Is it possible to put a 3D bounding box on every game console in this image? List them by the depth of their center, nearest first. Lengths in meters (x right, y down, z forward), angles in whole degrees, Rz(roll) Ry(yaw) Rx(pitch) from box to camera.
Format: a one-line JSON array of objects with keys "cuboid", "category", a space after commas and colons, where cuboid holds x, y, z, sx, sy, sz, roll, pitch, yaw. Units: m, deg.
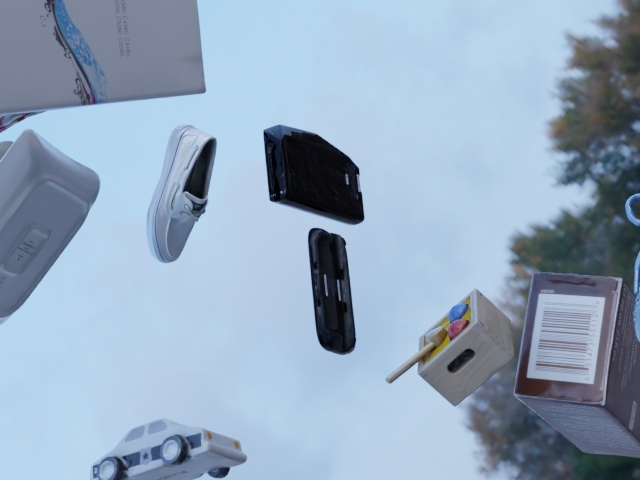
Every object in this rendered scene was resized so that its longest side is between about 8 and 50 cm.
[{"cuboid": [0.000, 0.000, 2.013, 0.044, 0.361, 0.213, -18, -21, 34], "category": "game console"}]

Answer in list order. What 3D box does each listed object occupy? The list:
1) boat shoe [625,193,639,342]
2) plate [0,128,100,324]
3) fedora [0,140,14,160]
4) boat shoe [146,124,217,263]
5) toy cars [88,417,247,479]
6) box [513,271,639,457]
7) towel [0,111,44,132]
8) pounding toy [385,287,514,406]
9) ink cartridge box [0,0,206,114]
[{"cuboid": [0.280, -0.040, 0.869, 0.109, 0.089, 0.258, 12, -69, -28], "category": "boat shoe"}, {"cuboid": [-0.407, 0.004, 1.691, 0.278, 0.045, 0.277, -54, -13, -3], "category": "plate"}, {"cuboid": [-0.487, -0.078, 2.101, 0.079, 0.194, 0.194, -14, -44, -43], "category": "fedora"}, {"cuboid": [-0.216, -0.067, 2.001, 0.083, 0.076, 0.226, -9, -68, -52], "category": "boat shoe"}, {"cuboid": [-0.219, 0.297, 1.615, 0.177, 0.087, 0.393, 1, -28, -19], "category": "toy cars"}, {"cuboid": [0.422, 0.199, 1.919, 0.381, 0.143, 0.191, 39, -122, -58], "category": "box"}, {"cuboid": [-0.462, -0.255, 1.945, 0.329, 0.237, 0.037, -35, -44, -34], "category": "towel"}, {"cuboid": [0.172, 0.146, 1.695, 0.141, 0.100, 0.130, -44, 12, 19], "category": "pounding toy"}, {"cuboid": [-0.271, -0.214, 1.140, 0.270, 0.198, 0.197, -10, -80, -31], "category": "ink cartridge box"}]
